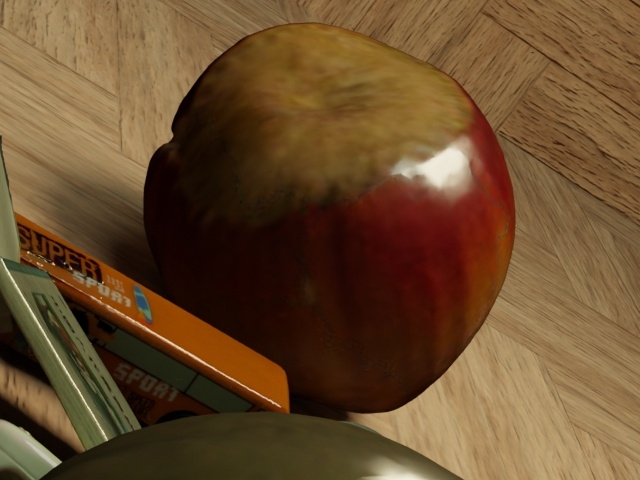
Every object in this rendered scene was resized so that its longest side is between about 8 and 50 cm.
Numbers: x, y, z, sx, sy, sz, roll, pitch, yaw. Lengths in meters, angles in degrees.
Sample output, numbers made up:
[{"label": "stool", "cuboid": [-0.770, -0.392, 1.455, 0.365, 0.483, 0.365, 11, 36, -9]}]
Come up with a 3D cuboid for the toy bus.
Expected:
[{"label": "toy bus", "cuboid": [-0.202, 0.069, 1.575, 0.409, 0.092, 0.093, 31, 21, -17]}]

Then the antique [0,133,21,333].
[{"label": "antique", "cuboid": [-0.304, 0.002, 1.410, 0.147, 0.148, 0.152, -10, 25, -2]}]

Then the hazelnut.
[{"label": "hazelnut", "cuboid": [-0.001, -0.016, 1.832, 0.359, 0.359, 0.409, 29, 15, -25]}]

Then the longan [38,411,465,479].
[{"label": "longan", "cuboid": [-0.033, 0.255, 1.033, 0.361, 0.361, 0.361, 34, 18, -12]}]

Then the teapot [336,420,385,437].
[{"label": "teapot", "cuboid": [0.006, 0.214, 1.544, 0.239, 0.162, 0.149, 10, 14, -9]}]

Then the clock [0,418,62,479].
[{"label": "clock", "cuboid": [-0.165, 0.206, 1.252, 0.191, 0.062, 0.151, 41, -19, 6]}]

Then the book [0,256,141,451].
[{"label": "book", "cuboid": [-0.170, 0.109, 1.367, 0.215, 0.025, 0.283, 60, -3, 0]}]
